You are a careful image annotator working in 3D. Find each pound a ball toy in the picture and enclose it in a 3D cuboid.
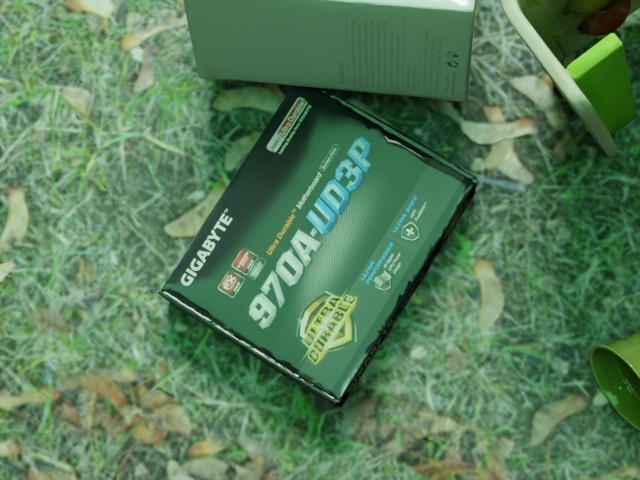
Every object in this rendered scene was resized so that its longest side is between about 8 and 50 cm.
[{"bbox_3d":[0.259,-0.184,1.044,0.208,0.319,0.136,-35,78,12],"label":"pound a ball toy"}]

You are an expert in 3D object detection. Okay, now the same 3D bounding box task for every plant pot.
[{"bbox_3d":[0.270,0.098,1.091,0.079,0.083,0.083,-30,78,-15],"label":"plant pot"}]

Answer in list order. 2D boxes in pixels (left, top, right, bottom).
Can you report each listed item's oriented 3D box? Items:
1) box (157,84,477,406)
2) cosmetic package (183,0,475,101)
[{"bbox_3d":[0.000,0.000,1.136,0.175,0.051,0.220,32,83,10],"label":"box"},{"bbox_3d":[0.019,-0.249,1.116,0.224,0.138,0.224,5,65,6],"label":"cosmetic package"}]
